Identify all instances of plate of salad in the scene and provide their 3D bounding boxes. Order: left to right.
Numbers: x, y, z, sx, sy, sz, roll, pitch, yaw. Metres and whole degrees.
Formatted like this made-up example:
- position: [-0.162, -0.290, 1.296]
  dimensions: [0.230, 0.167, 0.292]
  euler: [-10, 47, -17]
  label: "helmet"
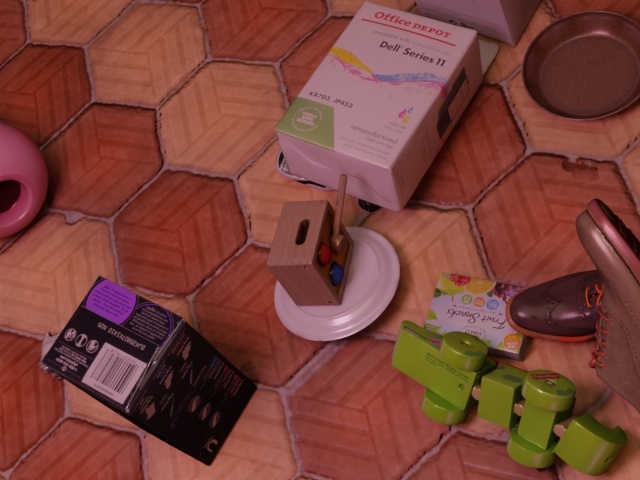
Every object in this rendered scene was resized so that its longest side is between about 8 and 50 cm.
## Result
- position: [0.026, 0.067, 1.634]
  dimensions: [0.200, 0.048, 0.200]
  euler: [-14, 50, 17]
  label: "plate of salad"

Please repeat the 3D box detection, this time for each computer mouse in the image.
- position: [0.023, -0.111, 1.731]
  dimensions: [0.193, 0.042, 0.106]
  euler: [15, 75, 20]
  label: "computer mouse"

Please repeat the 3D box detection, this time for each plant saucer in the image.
- position: [0.407, -0.259, 1.669]
  dimensions: [0.198, 0.036, 0.198]
  euler: [-8, 62, 15]
  label: "plant saucer"

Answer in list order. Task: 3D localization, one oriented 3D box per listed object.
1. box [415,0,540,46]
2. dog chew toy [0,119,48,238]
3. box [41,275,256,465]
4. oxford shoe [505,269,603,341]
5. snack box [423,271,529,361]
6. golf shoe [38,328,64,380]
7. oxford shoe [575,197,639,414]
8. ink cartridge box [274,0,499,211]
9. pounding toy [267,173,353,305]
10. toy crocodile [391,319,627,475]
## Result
- position: [0.240, -0.422, 1.727]
  dimensions: [0.181, 0.182, 0.119]
  euler: [25, 77, 29]
  label: "box"
- position: [-0.608, -0.142, 1.887]
  dimensions: [0.206, 0.206, 0.332]
  euler: [-45, 51, -6]
  label: "dog chew toy"
- position: [-0.231, 0.187, 1.532]
  dimensions: [0.165, 0.270, 0.143]
  euler: [24, 74, 28]
  label: "box"
- position: [0.380, 0.070, 1.458]
  dimensions: [0.271, 0.098, 0.097]
  euler: [-9, 65, 8]
  label: "oxford shoe"
- position: [0.225, 0.106, 1.547]
  dimensions: [0.141, 0.037, 0.100]
  euler: [9, 68, 23]
  label: "snack box"
- position: [-0.364, 0.147, 1.724]
  dimensions: [0.176, 0.069, 0.086]
  euler: [-21, 53, 7]
  label: "golf shoe"
- position: [0.381, 0.117, 1.350]
  dimensions: [0.130, 0.123, 0.348]
  euler: [-26, 98, 20]
  label: "oxford shoe"
- position: [0.111, -0.237, 1.687]
  dimensions: [0.207, 0.119, 0.353]
  euler: [21, 64, 25]
  label: "ink cartridge box"
- position: [0.000, 0.000, 1.576]
  dimensions: [0.100, 0.130, 0.141]
  euler: [-2, 55, 25]
  label: "pounding toy"
- position: [0.239, 0.202, 1.456]
  dimensions: [0.340, 0.105, 0.115]
  euler: [24, 115, 32]
  label: "toy crocodile"
